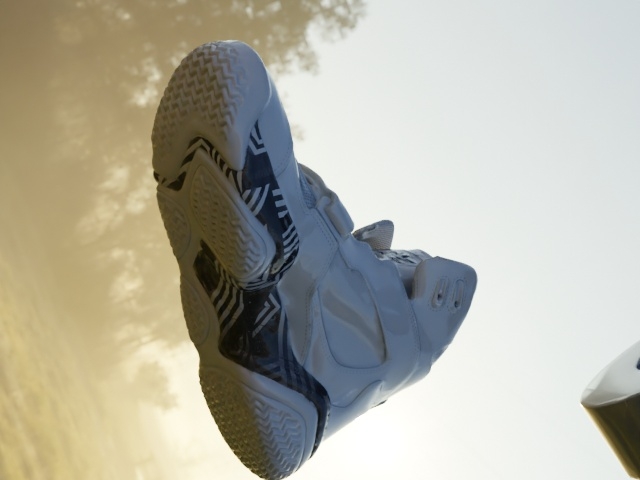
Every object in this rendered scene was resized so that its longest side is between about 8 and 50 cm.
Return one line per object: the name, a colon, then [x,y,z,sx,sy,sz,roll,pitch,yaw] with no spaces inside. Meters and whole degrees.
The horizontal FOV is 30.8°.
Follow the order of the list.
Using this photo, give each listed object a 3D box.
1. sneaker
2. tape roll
sneaker: [0.000,0.000,0.903,0.137,0.210,0.365,32,-43,47]
tape roll: [0.321,0.104,0.935,0.072,0.219,0.219,57,-9,1]
